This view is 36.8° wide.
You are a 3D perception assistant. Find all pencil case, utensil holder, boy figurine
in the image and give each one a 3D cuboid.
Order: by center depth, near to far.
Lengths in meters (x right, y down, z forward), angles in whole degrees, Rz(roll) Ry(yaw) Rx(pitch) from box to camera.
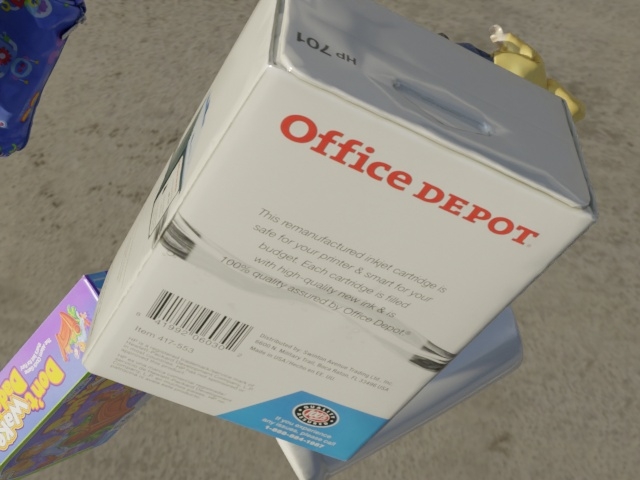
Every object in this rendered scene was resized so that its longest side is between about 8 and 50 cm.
[{"bbox_3d":[-0.442,-0.259,1.392,0.133,0.119,0.306,31,114,-4],"label":"pencil case"},{"bbox_3d":[0.271,-0.229,1.424,0.285,0.092,0.177,8,79,-30],"label":"boy figurine"},{"bbox_3d":[0.074,0.161,1.511,0.386,0.327,0.327,-26,103,-10],"label":"utensil holder"}]

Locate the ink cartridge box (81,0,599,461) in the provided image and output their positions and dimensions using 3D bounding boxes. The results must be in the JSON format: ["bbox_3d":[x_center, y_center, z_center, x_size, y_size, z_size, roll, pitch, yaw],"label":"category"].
[{"bbox_3d":[0.000,0.000,0.415,0.140,0.082,0.190,23,129,-18],"label":"ink cartridge box"}]

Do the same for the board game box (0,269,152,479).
[{"bbox_3d":[-0.266,0.154,1.138,0.347,0.233,0.078,-44,74,29],"label":"board game box"}]
